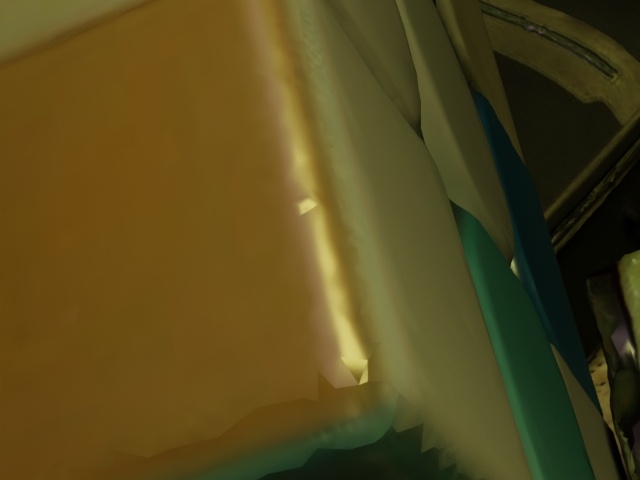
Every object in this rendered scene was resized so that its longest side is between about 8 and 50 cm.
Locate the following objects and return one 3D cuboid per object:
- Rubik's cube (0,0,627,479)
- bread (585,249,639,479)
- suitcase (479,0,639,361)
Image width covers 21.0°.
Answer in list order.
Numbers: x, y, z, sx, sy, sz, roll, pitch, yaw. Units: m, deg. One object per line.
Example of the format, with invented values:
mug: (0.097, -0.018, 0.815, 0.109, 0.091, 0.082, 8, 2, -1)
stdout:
Rubik's cube: (-0.111, 0.013, 0.564, 0.344, 0.346, 0.347, -19, 61, 12)
bread: (0.157, 0.100, 0.680, 0.056, 0.207, 0.286, -17, 12, 10)
suitcase: (0.000, 0.000, 0.893, 0.283, 0.194, 0.434, 24, 51, 32)
